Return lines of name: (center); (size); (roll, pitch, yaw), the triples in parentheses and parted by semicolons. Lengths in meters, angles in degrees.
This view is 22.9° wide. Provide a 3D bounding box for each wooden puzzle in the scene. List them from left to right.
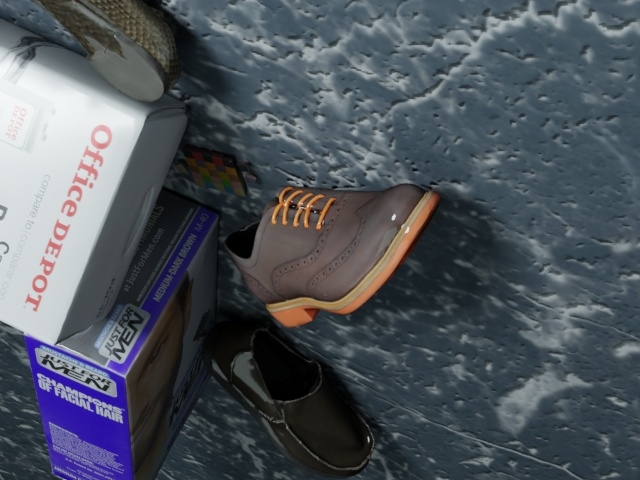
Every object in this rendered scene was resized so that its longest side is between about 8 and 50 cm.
wooden puzzle: (-0.089, -0.059, 1.347); (0.083, 0.006, 0.049); (14, 149, 23)

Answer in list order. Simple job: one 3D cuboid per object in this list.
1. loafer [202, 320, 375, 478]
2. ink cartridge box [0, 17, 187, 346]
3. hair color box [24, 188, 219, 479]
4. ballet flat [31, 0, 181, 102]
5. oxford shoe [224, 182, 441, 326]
loafer: (-0.022, 0.161, 1.568); (0.220, 0.080, 0.078); (41, 150, -22)
ink cartridge box: (-0.279, -0.071, 1.270); (0.283, 0.207, 0.117); (25, -168, 7)
hair color box: (-0.182, 0.109, 1.515); (0.110, 0.185, 0.339); (23, 151, 10)
ballet flat: (-0.190, -0.205, 1.159); (0.250, 0.058, 0.084); (45, 144, -20)
oxford shoe: (0.000, 0.000, 1.279); (0.098, 0.097, 0.271); (42, 149, -12)
